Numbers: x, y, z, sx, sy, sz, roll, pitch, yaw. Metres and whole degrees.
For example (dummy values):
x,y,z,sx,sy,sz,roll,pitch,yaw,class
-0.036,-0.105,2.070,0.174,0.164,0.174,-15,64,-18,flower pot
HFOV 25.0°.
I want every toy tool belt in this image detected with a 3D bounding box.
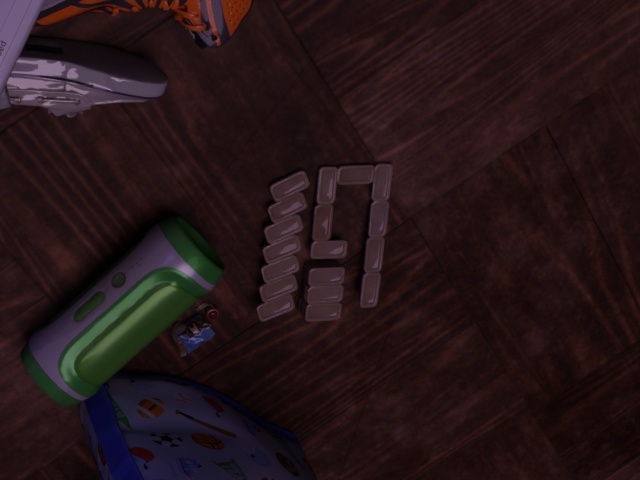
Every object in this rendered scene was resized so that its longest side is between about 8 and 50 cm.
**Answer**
x,y,z,sx,sy,sz,roll,pitch,yaw,class
-0.181,0.137,2.143,0.083,0.051,0.052,-38,126,2,toy tool belt

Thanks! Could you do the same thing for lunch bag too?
x,y,z,sx,sy,sz,roll,pitch,yaw,class
-0.180,0.378,2.124,0.239,0.328,0.385,-47,127,7,lunch bag

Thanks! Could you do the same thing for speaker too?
x,y,z,sx,sy,sz,roll,pitch,yaw,class
-0.279,0.100,2.037,0.296,0.131,0.131,-41,126,5,speaker

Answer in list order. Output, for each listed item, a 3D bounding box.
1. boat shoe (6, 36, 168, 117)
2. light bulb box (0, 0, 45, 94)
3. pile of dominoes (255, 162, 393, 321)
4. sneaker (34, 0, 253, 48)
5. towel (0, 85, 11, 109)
x,y,z,sx,sy,sz,roll,pitch,yaw,class
-0.333,-0.201,1.853,0.268,0.096,0.088,4,122,-23,boat shoe
-0.506,-0.231,1.513,0.361,0.225,0.358,26,90,-17,light bulb box
0.000,0.000,2.158,0.196,0.040,0.251,-2,112,-20,pile of dominoes
-0.209,-0.304,1.820,0.321,0.124,0.180,-25,125,-6,sneaker
-0.567,-0.265,1.651,0.375,0.090,0.320,-14,99,-14,towel
